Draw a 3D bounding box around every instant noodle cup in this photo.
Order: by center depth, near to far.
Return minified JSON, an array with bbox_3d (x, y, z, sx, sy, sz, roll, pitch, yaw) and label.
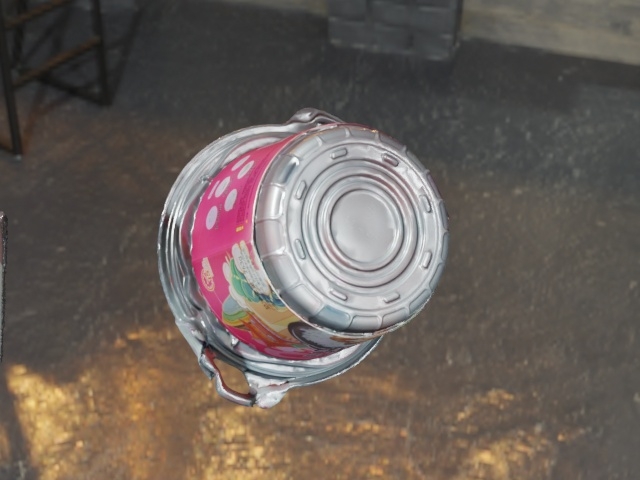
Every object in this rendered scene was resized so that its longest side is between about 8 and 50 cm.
[{"bbox_3d":[0.000,0.000,1.055,0.258,0.181,0.302,13,76,-22],"label":"instant noodle cup"}]

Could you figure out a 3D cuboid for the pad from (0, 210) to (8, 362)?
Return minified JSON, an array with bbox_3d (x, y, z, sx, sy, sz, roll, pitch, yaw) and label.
[{"bbox_3d":[-0.297,-0.062,0.716,0.300,0.202,0.005,42,59,9],"label":"pad"}]
